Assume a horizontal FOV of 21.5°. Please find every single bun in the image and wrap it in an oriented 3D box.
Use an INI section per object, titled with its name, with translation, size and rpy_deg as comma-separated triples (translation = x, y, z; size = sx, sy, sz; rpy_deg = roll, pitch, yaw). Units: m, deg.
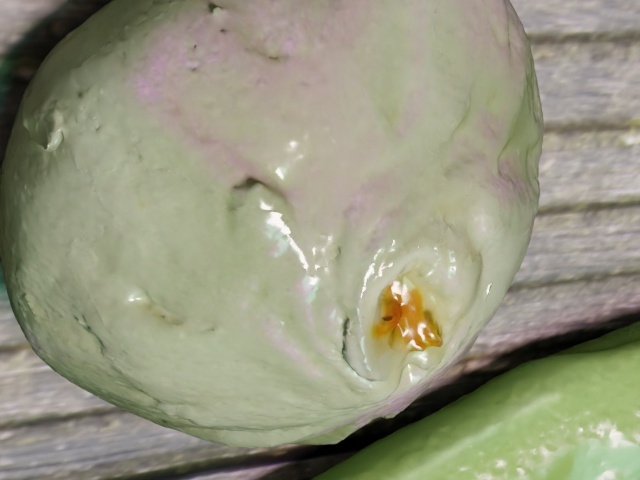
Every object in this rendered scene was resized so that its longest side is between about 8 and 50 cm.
[bun]
translation = 0.000, 0.000, 0.807
size = 0.293, 0.187, 0.293
rpy_deg = -21, 143, -17

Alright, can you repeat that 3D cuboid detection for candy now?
[candy]
translation = 0.110, 0.165, 1.126
size = 0.343, 0.132, 0.142
rpy_deg = -24, 99, -15
